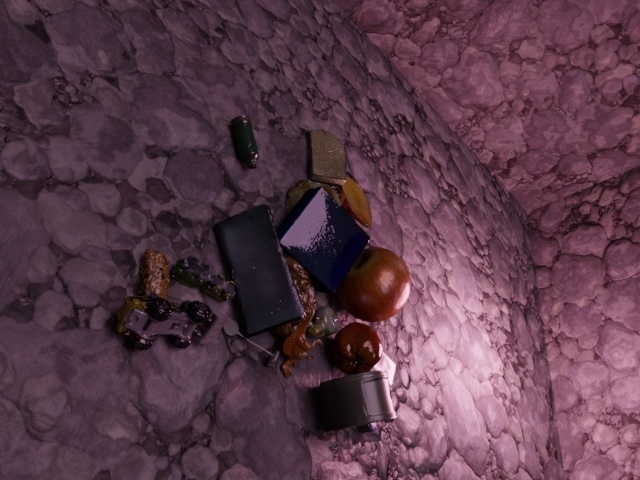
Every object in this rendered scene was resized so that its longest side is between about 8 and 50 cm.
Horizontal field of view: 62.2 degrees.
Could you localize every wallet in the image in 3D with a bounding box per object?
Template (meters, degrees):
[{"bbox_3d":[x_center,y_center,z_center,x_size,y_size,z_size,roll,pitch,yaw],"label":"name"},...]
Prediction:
[{"bbox_3d":[0.212,0.460,1.983,0.183,0.032,0.124,44,41,-21],"label":"wallet"},{"bbox_3d":[-0.189,0.086,1.608,0.046,0.191,0.378,66,3,-74],"label":"wallet"}]

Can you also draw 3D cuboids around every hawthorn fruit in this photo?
[{"bbox_3d":[0.123,0.367,1.825,0.189,0.189,0.189,27,50,-38],"label":"hawthorn fruit"}]

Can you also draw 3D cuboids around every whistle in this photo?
[{"bbox_3d":[0.010,0.282,1.795,0.198,0.057,0.104,-16,88,-70],"label":"whistle"}]

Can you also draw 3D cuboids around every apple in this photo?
[{"bbox_3d":[0.191,0.164,1.948,0.233,0.286,0.286,55,37,-22],"label":"apple"}]

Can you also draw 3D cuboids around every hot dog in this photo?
[{"bbox_3d":[-0.111,0.176,1.704,0.196,0.122,0.272,6,63,-51],"label":"hot dog"}]

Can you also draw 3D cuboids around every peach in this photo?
[{"bbox_3d":[0.136,-0.159,2.230,0.189,0.068,0.279,1,65,-51],"label":"peach"}]

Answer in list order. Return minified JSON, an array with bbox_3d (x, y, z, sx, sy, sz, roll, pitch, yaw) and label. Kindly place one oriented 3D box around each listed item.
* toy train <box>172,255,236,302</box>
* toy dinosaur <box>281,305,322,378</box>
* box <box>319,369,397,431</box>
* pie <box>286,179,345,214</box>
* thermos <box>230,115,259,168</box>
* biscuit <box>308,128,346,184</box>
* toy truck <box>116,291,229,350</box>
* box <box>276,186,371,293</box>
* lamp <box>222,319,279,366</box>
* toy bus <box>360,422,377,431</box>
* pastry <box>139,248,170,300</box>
[{"bbox_3d":[-0.330,0.114,1.522,0.202,0.081,0.060,40,44,-37],"label":"toy train"},{"bbox_3d":[-0.073,0.312,1.650,0.143,0.057,0.211,-22,113,-26],"label":"toy dinosaur"},{"bbox_3d":[0.117,0.508,1.681,0.226,0.226,0.149,10,61,-46],"label":"box"},{"bbox_3d":[-0.015,-0.111,2.018,0.257,0.105,0.274,14,56,-28],"label":"pie"},{"bbox_3d":[-0.265,-0.340,1.879,0.073,0.083,0.187,-7,74,-28],"label":"thermos"},{"bbox_3d":[0.025,-0.345,2.189,0.151,0.052,0.252,6,58,-16],"label":"biscuit"},{"bbox_3d":[-0.380,0.202,1.370,0.286,0.136,0.111,17,26,-49],"label":"toy truck"},{"bbox_3d":[0.000,0.000,1.866,0.279,0.116,0.261,44,68,-21],"label":"box"},{"bbox_3d":[-0.213,0.306,1.586,0.198,0.056,0.050,37,45,-14],"label":"lamp"},{"bbox_3d":[0.168,0.586,1.841,0.061,0.051,0.152,33,46,-41],"label":"toy bus"},{"bbox_3d":[-0.442,0.095,1.421,0.080,0.056,0.140,17,63,-35],"label":"pastry"}]
